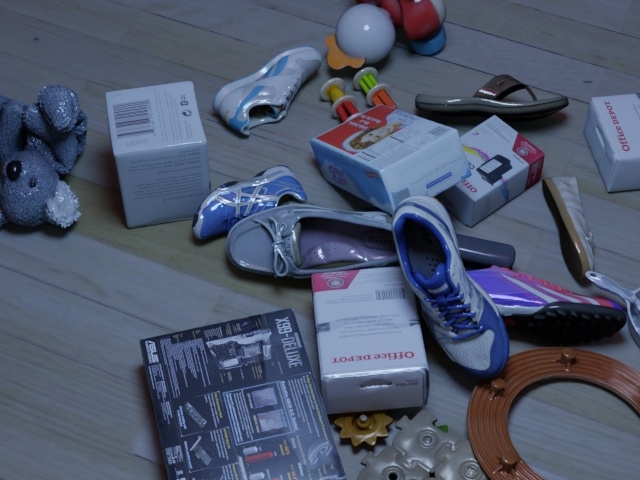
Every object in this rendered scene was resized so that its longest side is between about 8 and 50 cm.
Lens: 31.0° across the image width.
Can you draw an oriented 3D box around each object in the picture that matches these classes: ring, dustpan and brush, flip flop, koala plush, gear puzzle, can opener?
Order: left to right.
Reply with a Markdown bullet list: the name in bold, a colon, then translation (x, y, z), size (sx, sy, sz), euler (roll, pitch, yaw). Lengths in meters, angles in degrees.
- **koala plush**: translation (-0.483, -0.122, 1.945), size (0.196, 0.203, 0.221), euler (-3, 72, 7)
- **gear puzzle**: translation (0.150, 0.344, 1.655), size (0.339, 0.044, 0.175), euler (34, 59, 26)
- **can opener**: translation (0.183, -0.001, 1.904), size (0.280, 0.074, 0.093), euler (15, 57, 10)
- **flip flop**: translation (0.311, -0.262, 2.091), size (0.277, 0.112, 0.080), euler (4, 88, 8)
- **ring**: translation (0.382, 0.275, 1.684), size (0.336, 0.032, 0.337), euler (4, 42, -4)
- **dustpan and brush**: translation (0.515, 0.110, 1.834), size (0.211, 0.060, 0.147), euler (25, 55, 17)

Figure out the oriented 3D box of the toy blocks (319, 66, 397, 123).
- **toy blocks**: translation (0.084, -0.242, 2.108), size (0.123, 0.054, 0.148), euler (-20, 55, -16)

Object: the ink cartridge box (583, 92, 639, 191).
- **ink cartridge box**: translation (0.596, -0.180, 2.048), size (0.219, 0.092, 0.160), euler (-6, 51, -6)

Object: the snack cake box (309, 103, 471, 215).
- **snack cake box**: translation (0.112, -0.139, 1.922), size (0.152, 0.089, 0.264), euler (-30, 26, -15)

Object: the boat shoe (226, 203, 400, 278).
- **boat shoe**: translation (0.001, 0.003, 1.840), size (0.320, 0.103, 0.118), euler (1, 94, 9)

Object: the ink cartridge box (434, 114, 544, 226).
- **ink cartridge box**: translation (0.281, -0.122, 2.006), size (0.175, 0.072, 0.127), euler (-33, 59, -25)

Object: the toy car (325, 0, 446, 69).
- **toy car**: translation (0.092, -0.419, 2.169), size (0.238, 0.219, 0.210), euler (-40, 61, -10)

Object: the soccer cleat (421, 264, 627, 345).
- **soccer cleat**: translation (0.319, 0.091, 1.816), size (0.318, 0.109, 0.116), euler (2, 55, 5)

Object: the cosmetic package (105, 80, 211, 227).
- **cosmetic package**: translation (-0.270, -0.143, 1.937), size (0.151, 0.184, 0.151), euler (-9, 52, -8)

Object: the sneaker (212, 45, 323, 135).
- **sneaker**: translation (-0.082, -0.273, 2.118), size (0.228, 0.087, 0.092), euler (-35, 67, -18)

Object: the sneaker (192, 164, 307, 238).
- **sneaker**: translation (-0.118, -0.056, 1.938), size (0.211, 0.080, 0.081), euler (-29, 54, -21)

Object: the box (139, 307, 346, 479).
- **box**: translation (-0.119, 0.259, 1.688), size (0.242, 0.076, 0.307), euler (-12, 53, -11)

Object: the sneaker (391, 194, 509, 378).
- **sneaker**: translation (0.178, 0.078, 1.696), size (0.112, 0.131, 0.296), euler (-28, 90, 18)

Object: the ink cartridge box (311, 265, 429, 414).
- **ink cartridge box**: translation (0.073, 0.149, 1.751), size (0.158, 0.092, 0.218), euler (-5, 42, -1)

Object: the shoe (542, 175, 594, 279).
- **shoe**: translation (0.427, -0.029, 1.933), size (0.058, 0.076, 0.219), euler (-9, 50, -2)
